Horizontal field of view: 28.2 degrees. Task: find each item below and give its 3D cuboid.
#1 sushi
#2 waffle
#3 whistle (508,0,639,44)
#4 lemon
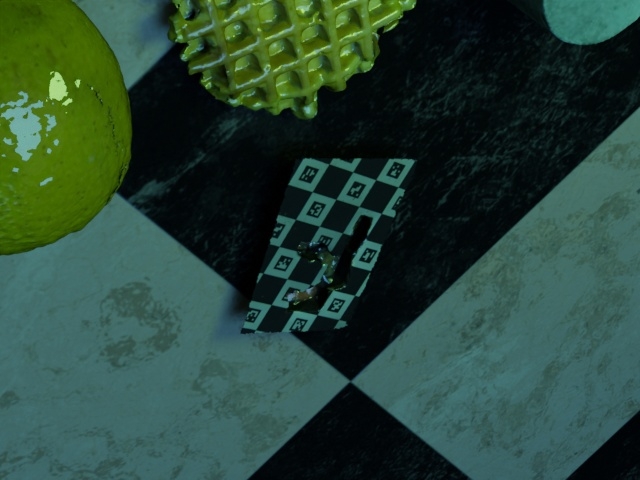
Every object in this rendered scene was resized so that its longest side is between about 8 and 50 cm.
[{"bbox_3d":[0.000,0.000,1.699,0.193,0.043,0.279,-2,124,-34],"label":"sushi"},{"bbox_3d":[-0.020,-0.279,1.454,0.312,0.060,0.307,-50,138,9],"label":"waffle"},{"bbox_3d":[0.268,-0.393,1.483,0.188,0.168,0.404,-39,137,-1],"label":"whistle"},{"bbox_3d":[-0.312,-0.130,1.229,0.258,0.258,0.310,-26,137,-15],"label":"lemon"}]
